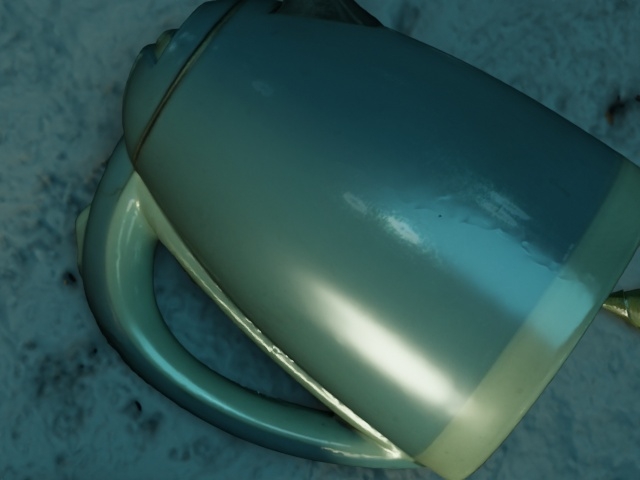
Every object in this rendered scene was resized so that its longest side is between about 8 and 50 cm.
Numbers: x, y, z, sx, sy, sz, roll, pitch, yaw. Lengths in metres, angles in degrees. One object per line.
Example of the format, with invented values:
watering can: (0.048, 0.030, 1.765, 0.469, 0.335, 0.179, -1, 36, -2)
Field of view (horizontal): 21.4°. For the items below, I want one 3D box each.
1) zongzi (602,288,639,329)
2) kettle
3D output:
zongzi: (0.276, 0.081, 1.280, 0.119, 0.055, 0.109, -14, 88, -2)
kettle: (0.000, 0.000, 1.155, 0.342, 0.247, 0.319, 33, 103, 2)
